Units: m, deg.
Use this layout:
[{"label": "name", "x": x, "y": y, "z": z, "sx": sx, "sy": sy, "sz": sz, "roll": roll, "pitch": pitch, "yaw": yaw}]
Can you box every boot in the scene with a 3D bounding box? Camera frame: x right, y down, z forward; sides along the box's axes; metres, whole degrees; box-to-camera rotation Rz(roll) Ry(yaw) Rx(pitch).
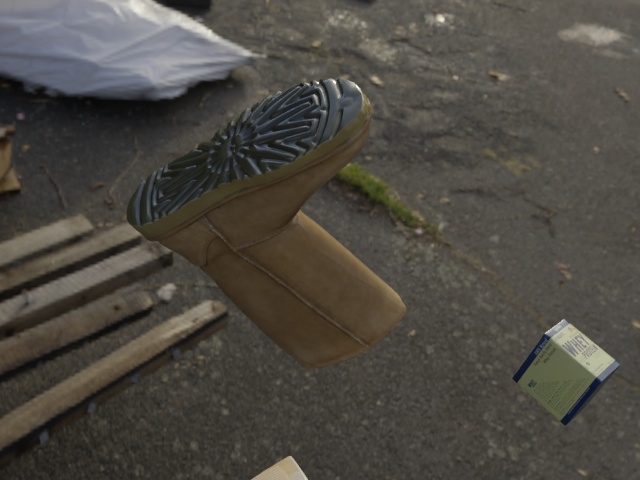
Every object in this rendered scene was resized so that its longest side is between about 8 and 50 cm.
[{"label": "boot", "x": 0.000, "y": 0.000, "z": 0.718, "sx": 0.236, "sy": 0.269, "sz": 0.089, "roll": -22, "pitch": 46, "yaw": 26}]

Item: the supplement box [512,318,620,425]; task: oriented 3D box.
[{"label": "supplement box", "x": 0.292, "y": 0.156, "z": 0.965, "sx": 0.083, "sy": 0.083, "sz": 0.056, "roll": 42, "pitch": 39, "yaw": 24}]

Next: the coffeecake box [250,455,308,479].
[{"label": "coffeecake box", "x": 0.010, "y": 0.255, "z": 0.511, "sx": 0.068, "sy": 0.185, "sz": 0.142, "roll": -28, "pitch": 26, "yaw": -13}]
